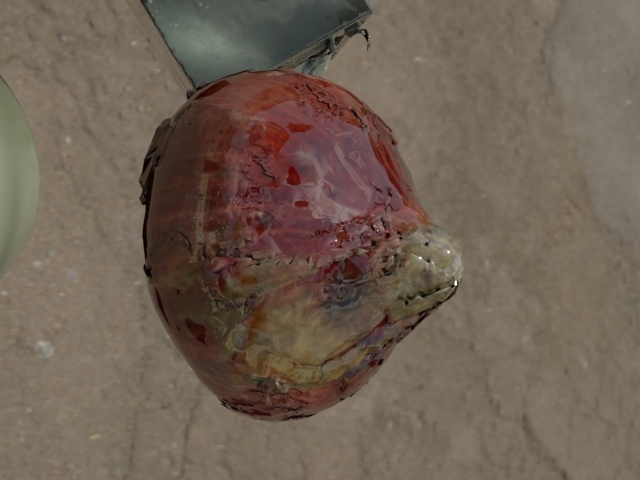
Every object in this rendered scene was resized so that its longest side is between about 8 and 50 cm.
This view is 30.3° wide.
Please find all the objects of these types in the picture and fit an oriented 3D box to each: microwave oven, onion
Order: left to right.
[{"bbox_3d":[-0.126,-0.337,1.564,0.236,0.432,0.374,-31,94,-4],"label":"microwave oven"},{"bbox_3d":[0.000,0.000,0.587,0.184,0.147,0.184,0,90,-65],"label":"onion"}]

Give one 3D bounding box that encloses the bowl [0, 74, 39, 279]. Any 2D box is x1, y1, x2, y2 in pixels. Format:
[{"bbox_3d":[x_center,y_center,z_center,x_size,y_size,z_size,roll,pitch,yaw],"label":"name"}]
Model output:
[{"bbox_3d":[-0.447,-0.037,1.087,0.353,0.354,0.185,61,5,-22],"label":"bowl"}]
